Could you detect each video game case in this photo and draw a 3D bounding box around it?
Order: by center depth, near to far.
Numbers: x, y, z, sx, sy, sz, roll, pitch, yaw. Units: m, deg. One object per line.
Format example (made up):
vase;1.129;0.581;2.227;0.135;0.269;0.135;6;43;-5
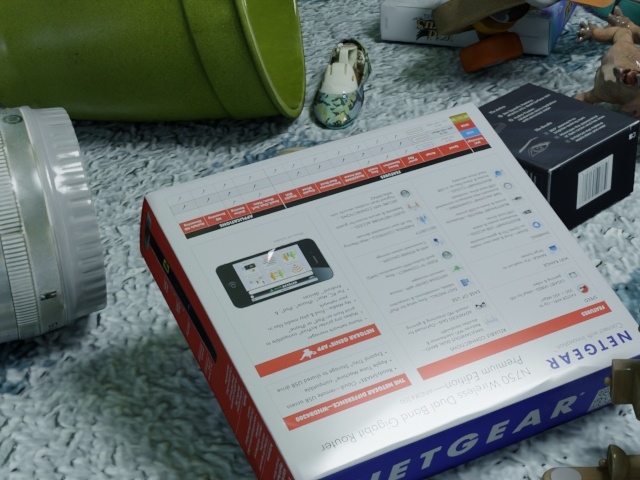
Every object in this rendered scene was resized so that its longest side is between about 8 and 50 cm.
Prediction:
video game case;0.243;-0.354;1.920;0.244;0.061;0.269;7;32;20

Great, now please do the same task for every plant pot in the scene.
plant pot;-0.234;-0.296;1.635;0.352;0.367;0.366;-11;29;11

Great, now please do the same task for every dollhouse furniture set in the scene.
dollhouse furniture set;0.215;0.137;0.988;0.123;0.151;0.144;-1;28;5

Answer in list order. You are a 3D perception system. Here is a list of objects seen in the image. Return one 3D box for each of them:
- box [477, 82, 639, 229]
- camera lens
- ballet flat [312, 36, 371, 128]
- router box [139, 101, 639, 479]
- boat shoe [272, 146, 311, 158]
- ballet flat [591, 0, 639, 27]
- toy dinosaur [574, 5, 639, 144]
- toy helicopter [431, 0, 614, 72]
box;0.236;-0.089;1.431;0.156;0.093;0.158;-27;38;-34
camera lens;-0.354;-0.003;1.216;0.274;0.219;0.219;-13;31;-15
ballet flat;0.027;-0.210;1.691;0.070;0.070;0.188;1;31;7
router box;0.057;0.048;1.115;0.335;0.082;0.301;-17;56;-22
boat shoe;0.000;0.000;1.295;0.098;0.109;0.302;-15;38;-22
ballet flat;0.439;-0.334;1.889;0.052;0.057;0.168;7;29;-29
toy dinosaur;0.404;-0.188;1.562;0.295;0.127;0.200;-24;35;-39
toy helicopter;0.310;-0.334;1.644;0.355;0.140;0.235;-18;-1;7
